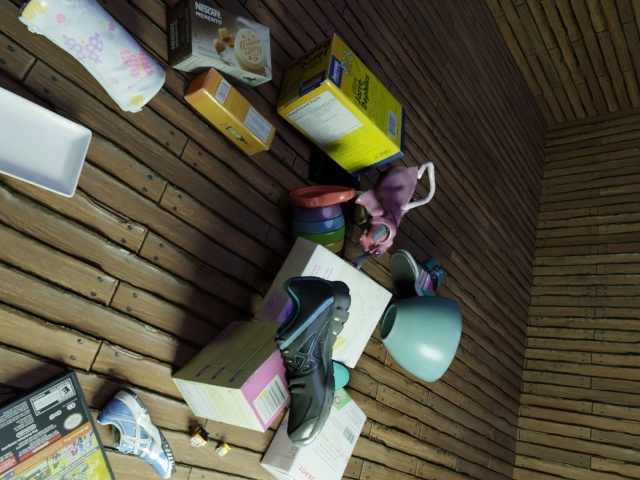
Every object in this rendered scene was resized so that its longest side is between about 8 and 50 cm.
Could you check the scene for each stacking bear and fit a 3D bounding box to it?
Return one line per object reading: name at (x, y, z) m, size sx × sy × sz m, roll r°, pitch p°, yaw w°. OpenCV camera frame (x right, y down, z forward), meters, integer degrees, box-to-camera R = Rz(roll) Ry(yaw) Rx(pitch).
stacking bear at (0.000, 0.000, 1.413) m, size 0.175 × 0.164 × 0.289 m, roll -15°, pitch 109°, yaw -31°

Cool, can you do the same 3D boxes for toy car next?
toy car at (-0.255, 0.474, 1.145) m, size 0.040 × 0.060 × 0.122 m, roll -42°, pitch 115°, yaw -7°

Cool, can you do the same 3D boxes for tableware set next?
tableware set at (0.164, -0.061, 1.691) m, size 0.141 × 0.020 × 0.169 m, roll -39°, pitch 121°, yaw -52°

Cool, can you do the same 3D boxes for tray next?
tray at (-0.557, -0.189, 0.883) m, size 0.270 × 0.030 × 0.145 m, roll 26°, pitch 68°, yaw -45°

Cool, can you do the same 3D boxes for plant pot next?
plant pot at (0.319, 0.306, 1.692) m, size 0.195 × 0.290 × 0.290 m, roll 21°, pitch 65°, yaw -7°

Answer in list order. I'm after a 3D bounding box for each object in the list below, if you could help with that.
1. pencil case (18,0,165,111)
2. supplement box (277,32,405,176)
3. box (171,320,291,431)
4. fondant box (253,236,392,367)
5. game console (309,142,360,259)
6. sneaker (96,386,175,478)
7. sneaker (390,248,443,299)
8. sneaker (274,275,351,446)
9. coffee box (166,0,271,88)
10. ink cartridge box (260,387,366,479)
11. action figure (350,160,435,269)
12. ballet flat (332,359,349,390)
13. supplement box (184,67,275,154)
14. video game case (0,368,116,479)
pencil case at (-0.437, -0.382, 0.979) m, size 0.273 × 0.113 × 0.124 m, roll 43°, pitch 65°, yaw -38°
supplement box at (0.073, -0.384, 1.472) m, size 0.356 × 0.194 × 0.195 m, roll 34°, pitch 50°, yaw -38°
box at (-0.166, 0.292, 1.121) m, size 0.213 × 0.242 × 0.117 m, roll -43°, pitch 117°, yaw -43°
fondant box at (0.018, 0.172, 1.327) m, size 0.330 × 0.096 × 0.238 m, roll 34°, pitch 82°, yaw -38°
game console at (0.041, -0.118, 1.557) m, size 0.213 × 0.043 × 0.362 m, roll 17°, pitch 71°, yaw -47°
sneaker at (-0.371, 0.403, 1.009) m, size 0.081 × 0.080 × 0.211 m, roll -38°, pitch 105°, yaw -37°
sneaker at (0.366, 0.110, 1.842) m, size 0.178 × 0.123 × 0.296 m, roll -49°, pitch 130°, yaw -34°
sneaker at (-0.039, 0.240, 1.027) m, size 0.139 × 0.125 × 0.341 m, roll 14°, pitch 76°, yaw -18°
coffee box at (-0.243, -0.477, 1.223) m, size 0.246 × 0.098 × 0.141 m, roll -1°, pitch 86°, yaw -49°
ink cartridge box at (-0.011, 0.545, 1.369) m, size 0.201 × 0.117 × 0.278 m, roll 55°, pitch 48°, yaw -30°
action figure at (0.208, -0.062, 1.526) m, size 0.370 × 0.275 × 0.248 m, roll -62°, pitch 141°, yaw -54°
ballet flat at (-0.063, 0.357, 1.309) m, size 0.280 × 0.096 × 0.096 m, roll 4°, pitch 80°, yaw -30°
supplement box at (-0.221, -0.316, 1.249) m, size 0.233 × 0.078 × 0.080 m, roll 42°, pitch 53°, yaw -39°
video game case at (-0.520, 0.401, 0.861) m, size 0.274 × 0.035 × 0.249 m, roll -27°, pitch 106°, yaw -48°
